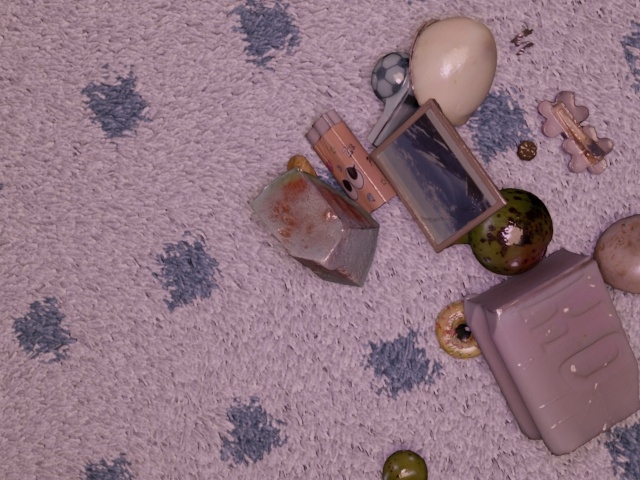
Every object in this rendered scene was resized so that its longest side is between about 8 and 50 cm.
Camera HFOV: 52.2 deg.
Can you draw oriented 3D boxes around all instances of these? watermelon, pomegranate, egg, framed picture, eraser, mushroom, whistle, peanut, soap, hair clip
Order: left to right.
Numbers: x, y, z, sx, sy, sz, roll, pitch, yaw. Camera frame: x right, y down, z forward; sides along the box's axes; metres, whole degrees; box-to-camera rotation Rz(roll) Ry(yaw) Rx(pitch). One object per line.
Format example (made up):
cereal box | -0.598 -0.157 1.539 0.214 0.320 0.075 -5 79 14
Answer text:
peanut | -0.052 -0.148 1.863 0.089 0.089 0.193 0 96 4
watermelon | 0.006 -0.009 1.727 0.387 0.258 0.228 41 105 -14
eraser | 0.082 -0.211 1.816 0.087 0.171 0.291 -36 89 -23
whistle | 0.198 -0.414 1.812 0.163 0.163 0.290 34 113 2
pomegranate | 0.250 0.668 1.834 0.129 0.129 0.159 -44 52 4
framed picture | 0.302 -0.165 1.721 0.247 0.022 0.335 -40 77 38
egg | 0.374 -0.448 1.725 0.264 0.174 0.287 -11 101 -38
pomegranate | 0.477 -0.035 1.779 0.306 0.242 0.242 22 94 46
soap | 0.628 0.287 1.733 0.350 0.213 0.435 -25 95 -9
hair clip | 0.708 -0.294 1.815 0.146 0.075 0.257 -37 83 2
mushroom | 0.869 0.059 1.760 0.243 0.243 0.244 0 92 4

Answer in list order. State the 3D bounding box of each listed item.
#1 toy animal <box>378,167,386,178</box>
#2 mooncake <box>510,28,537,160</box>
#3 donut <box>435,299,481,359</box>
toy animal | 0.239 -0.152 1.851 0.079 0.070 0.253 -39 92 20
mooncake | 0.574 -0.403 1.831 0.150 0.057 0.347 -21 97 -9
donut | 0.409 0.254 1.848 0.174 0.068 0.175 0 93 3
